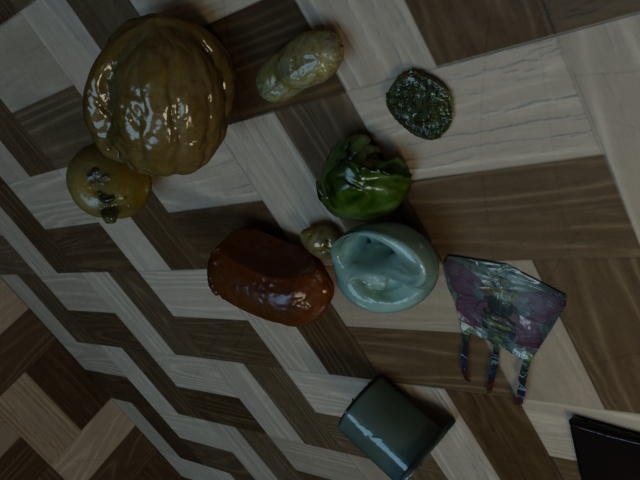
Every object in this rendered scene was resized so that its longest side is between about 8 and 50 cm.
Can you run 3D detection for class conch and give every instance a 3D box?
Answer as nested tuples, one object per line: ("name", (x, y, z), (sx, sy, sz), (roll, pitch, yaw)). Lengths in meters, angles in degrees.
("conch", (0.102, 0.034, 1.174), (0.184, 0.121, 0.221), (17, 152, -18))

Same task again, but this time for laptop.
("laptop", (0.528, 0.396, 1.288), (0.153, 0.026, 0.207), (8, 136, 36))

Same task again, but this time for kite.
("kite", (0.304, 0.168, 1.241), (0.204, 0.022, 0.360), (19, 141, 29))

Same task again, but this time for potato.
("potato", (0.000, 0.000, 1.314), (0.083, 0.062, 0.068), (30, 136, 54))

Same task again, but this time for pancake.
("pancake", (0.137, -0.184, 0.992), (0.108, 0.017, 0.108), (23, 142, 19))

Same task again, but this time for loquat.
("loquat", (-0.432, -0.115, 1.492), (0.172, 0.204, 0.149), (27, 124, -36))

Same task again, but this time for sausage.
("sausage", (-0.096, 0.073, 1.399), (0.268, 0.153, 0.141), (19, 141, 27))

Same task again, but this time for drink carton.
("drink carton", (0.152, 0.403, 1.538), (0.189, 0.191, 0.185), (38, 151, 21))

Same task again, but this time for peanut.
("peanut", (-0.035, -0.244, 1.034), (0.080, 0.080, 0.174), (50, 145, -16))

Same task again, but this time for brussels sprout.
("brussels sprout", (0.064, -0.082, 1.123), (0.139, 0.100, 0.181), (25, 138, -13))

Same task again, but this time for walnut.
("walnut", (-0.251, -0.230, 1.142), (0.224, 0.257, 0.257), (55, 162, 41))
